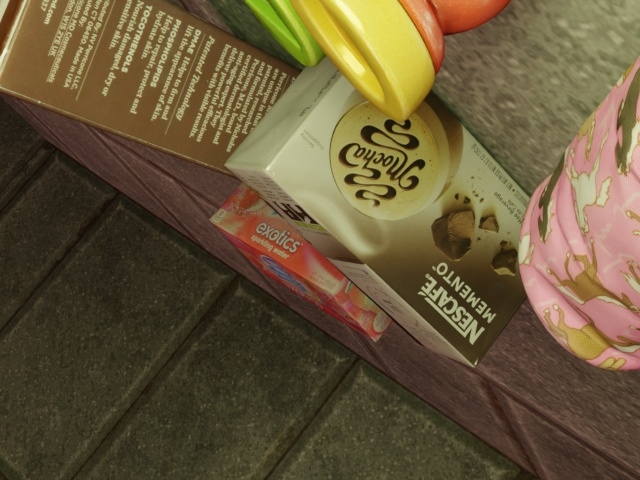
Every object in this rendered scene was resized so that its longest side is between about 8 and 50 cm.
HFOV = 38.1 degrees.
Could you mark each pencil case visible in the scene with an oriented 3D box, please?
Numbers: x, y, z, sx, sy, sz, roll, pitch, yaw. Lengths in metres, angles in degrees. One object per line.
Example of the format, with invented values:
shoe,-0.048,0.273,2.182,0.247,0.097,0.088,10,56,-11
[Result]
pencil case,0.227,-0.020,0.523,0.160,0.167,0.386,6,168,-1

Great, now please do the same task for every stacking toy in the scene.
stacking toy,-0.015,-0.244,0.589,0.309,0.130,0.279,52,178,-20

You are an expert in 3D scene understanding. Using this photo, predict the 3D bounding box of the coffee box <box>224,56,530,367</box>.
coffee box,0.078,-0.035,0.905,0.297,0.168,0.119,44,168,-22

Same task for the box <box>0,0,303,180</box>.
box,-0.173,-0.169,0.936,0.191,0.143,0.381,27,-175,43

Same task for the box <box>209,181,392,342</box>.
box,0.000,0.000,1.357,0.300,0.154,0.142,30,166,45
